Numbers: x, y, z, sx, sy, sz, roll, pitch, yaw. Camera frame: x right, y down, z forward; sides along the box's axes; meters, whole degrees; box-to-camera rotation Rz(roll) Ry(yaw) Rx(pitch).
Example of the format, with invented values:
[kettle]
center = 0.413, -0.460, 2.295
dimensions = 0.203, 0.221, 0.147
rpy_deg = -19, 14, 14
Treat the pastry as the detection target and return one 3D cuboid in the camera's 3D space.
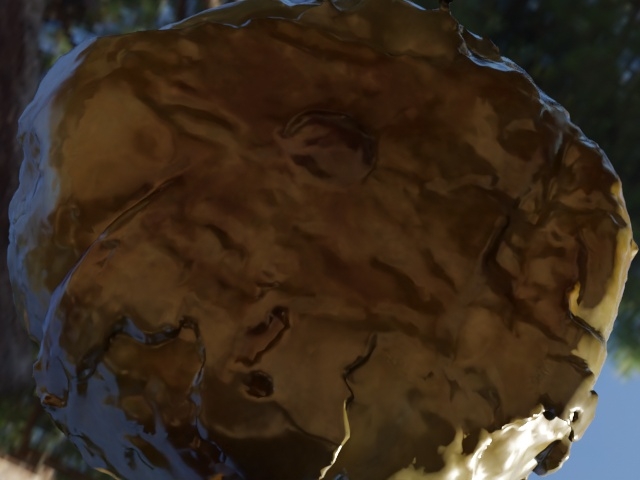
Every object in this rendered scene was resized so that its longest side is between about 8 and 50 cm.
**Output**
[pastry]
center = 0.000, 0.004, 0.477
dimensions = 0.153, 0.081, 0.153
rpy_deg = 7, -117, -14
